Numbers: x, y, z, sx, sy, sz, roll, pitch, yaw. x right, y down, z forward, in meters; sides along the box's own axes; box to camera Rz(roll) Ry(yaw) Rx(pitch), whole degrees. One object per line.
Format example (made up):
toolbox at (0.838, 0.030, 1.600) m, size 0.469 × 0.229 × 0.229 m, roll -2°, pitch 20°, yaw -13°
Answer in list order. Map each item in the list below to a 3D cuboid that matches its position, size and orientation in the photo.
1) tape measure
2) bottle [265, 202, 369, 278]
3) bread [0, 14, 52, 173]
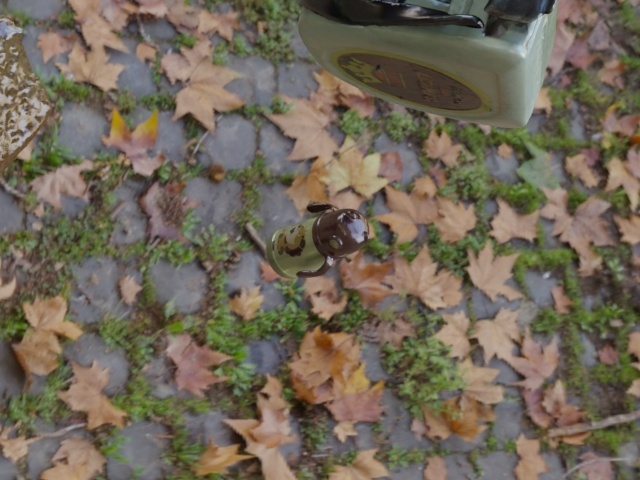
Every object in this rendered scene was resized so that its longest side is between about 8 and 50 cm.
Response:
tape measure at (0.077, -0.176, 0.619) m, size 0.207 × 0.235 × 0.115 m, roll 20°, pitch 88°, yaw 15°
bottle at (-0.001, -0.002, 0.688) m, size 0.047 × 0.101 × 0.063 m, roll -7°, pitch 80°, yaw -42°
bread at (-0.419, -0.107, 0.627) m, size 0.417 × 0.113 × 0.165 m, roll 10°, pitch 48°, yaw 24°
